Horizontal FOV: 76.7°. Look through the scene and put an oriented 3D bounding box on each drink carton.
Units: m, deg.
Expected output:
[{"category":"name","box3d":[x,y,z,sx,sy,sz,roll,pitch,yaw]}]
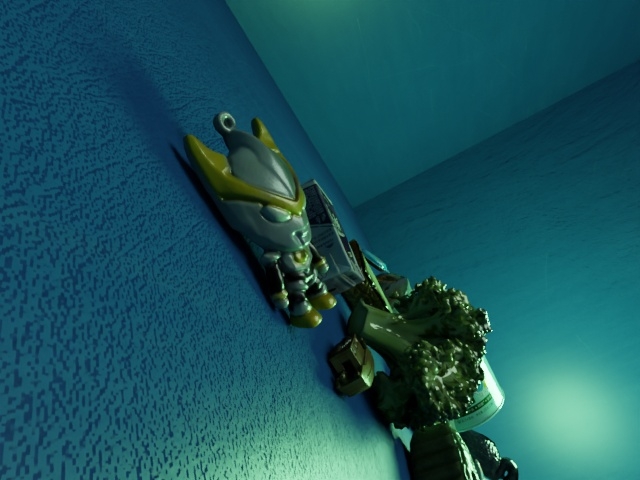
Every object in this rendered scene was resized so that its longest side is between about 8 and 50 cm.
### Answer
[{"category":"drink carton","box3d":[0.000,0.000,0.872,0.134,0.102,0.222,48,19,-67]}]

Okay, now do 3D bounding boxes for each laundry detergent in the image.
[{"category":"laundry detergent","box3d":[0.422,0.434,1.385,0.305,0.287,0.287,63,9,-3]}]

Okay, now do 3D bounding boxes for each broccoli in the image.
[{"category":"broccoli","box3d":[0.230,0.247,0.914,0.277,0.317,0.338,137,-51,-58]}]

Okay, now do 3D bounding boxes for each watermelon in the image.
[{"category":"watermelon","box3d":[0.278,0.239,1.494,0.188,0.175,0.322,59,11,-19]}]

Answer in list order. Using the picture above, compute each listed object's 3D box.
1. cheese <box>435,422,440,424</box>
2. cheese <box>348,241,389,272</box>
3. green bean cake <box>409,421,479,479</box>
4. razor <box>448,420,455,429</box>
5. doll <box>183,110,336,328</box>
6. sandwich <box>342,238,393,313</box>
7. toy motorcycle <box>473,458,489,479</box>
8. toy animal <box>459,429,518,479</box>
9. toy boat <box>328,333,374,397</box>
[{"category":"cheese","box3d":[0.292,0.476,1.165,0.202,0.091,0.175,63,8,-10]},{"category":"cheese","box3d":[0.168,0.053,1.590,0.256,0.037,0.106,34,7,-6]},{"category":"green bean cake","box3d":[0.282,0.535,0.856,0.222,0.125,0.227,-86,152,-72]},{"category":"razor","box3d":[0.381,0.515,1.239,0.111,0.056,0.278,12,-70,64]},{"category":"doll","box3d":[-0.070,-0.028,0.565,0.103,0.145,0.316,-2,-66,58]},{"category":"sandwich","box3d":[0.128,0.140,1.196,0.273,0.095,0.249,60,9,-21]},{"category":"toy motorcycle","box3d":[0.438,0.699,1.087,0.110,0.171,0.260,-62,127,-81]},{"category":"toy animal","box3d":[0.524,0.747,1.400,0.298,0.185,0.122,46,3,33]},{"category":"toy boat","box3d":[0.056,0.210,0.716,0.077,0.057,0.200,57,8,6]}]
